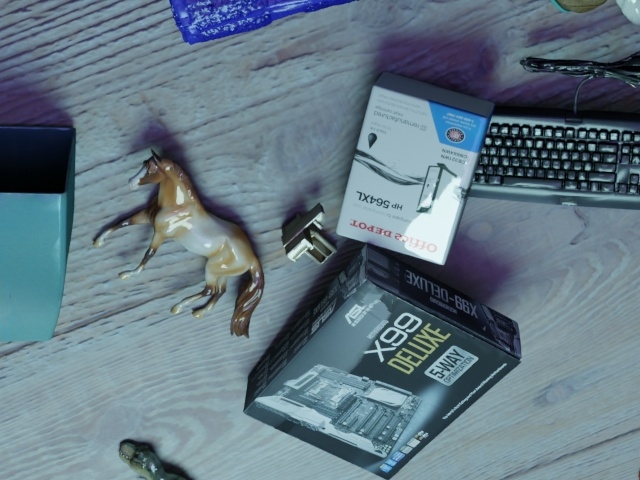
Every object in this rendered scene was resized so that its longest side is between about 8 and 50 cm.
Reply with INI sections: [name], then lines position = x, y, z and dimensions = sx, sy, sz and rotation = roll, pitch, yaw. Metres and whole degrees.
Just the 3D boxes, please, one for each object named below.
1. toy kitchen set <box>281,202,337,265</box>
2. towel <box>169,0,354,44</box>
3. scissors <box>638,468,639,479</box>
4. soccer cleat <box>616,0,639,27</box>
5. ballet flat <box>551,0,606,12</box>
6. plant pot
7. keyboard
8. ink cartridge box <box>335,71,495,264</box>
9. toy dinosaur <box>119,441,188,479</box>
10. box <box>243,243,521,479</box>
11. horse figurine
[toy kitchen set]
position = 0.000, 0.000, 1.556
dimensions = 0.068, 0.083, 0.075
rotation = -43, 113, 14
[towel]
position = -0.040, -0.362, 1.385
dimensions = 0.308, 0.076, 0.228
rotation = -14, 117, 0
[scissors]
position = 0.550, 0.256, 1.781
dimensions = 0.109, 0.021, 0.297
rotation = 7, 113, -7
[soccer cleat]
position = 0.382, -0.341, 1.444
dimensions = 0.068, 0.076, 0.196
rotation = -16, 116, 1
[ballet flat]
position = 0.238, -0.392, 1.363
dimensions = 0.342, 0.116, 0.124
rotation = 41, 142, -25
[plant pot]
position = -0.384, 0.000, 1.476
dimensions = 0.165, 0.166, 0.234
rotation = 0, 123, -7
[keyboard]
position = 0.314, -0.139, 1.497
dimensions = 0.317, 0.033, 0.202
rotation = 4, 108, 13
[ink cartridge box]
position = 0.117, -0.089, 1.506
dimensions = 0.148, 0.086, 0.203
rotation = 16, 113, 7
[toy dinosaur]
position = -0.201, 0.396, 1.736
dimensions = 0.268, 0.064, 0.118
rotation = 38, 99, -24
[box]
position = 0.078, 0.169, 1.603
dimensions = 0.242, 0.076, 0.307
rotation = 28, 127, -18
[horse figurine]
position = -0.165, 0.011, 1.555
dimensions = 0.263, 0.066, 0.174
rotation = 39, 111, -19
